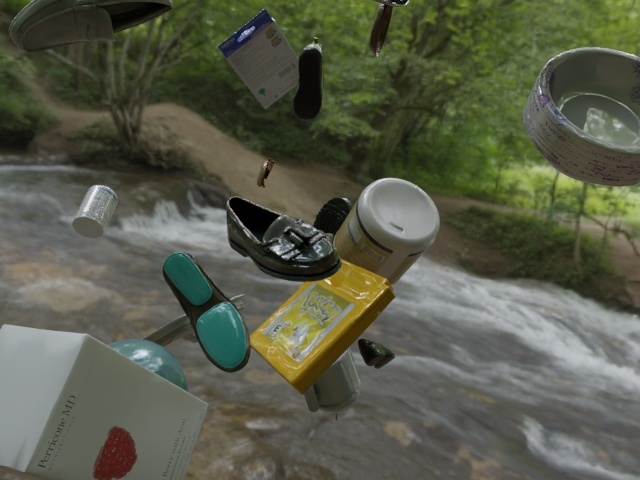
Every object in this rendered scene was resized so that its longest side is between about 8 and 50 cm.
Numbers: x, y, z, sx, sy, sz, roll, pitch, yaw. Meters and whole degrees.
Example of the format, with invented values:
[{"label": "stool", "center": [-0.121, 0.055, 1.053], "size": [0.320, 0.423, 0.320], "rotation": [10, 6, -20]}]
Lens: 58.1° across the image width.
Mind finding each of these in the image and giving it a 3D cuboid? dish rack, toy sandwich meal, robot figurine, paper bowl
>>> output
[{"label": "dish rack", "center": [-0.402, 0.279, 1.815], "size": [0.285, 0.072, 0.333], "rotation": [-29, -8, 26]}, {"label": "toy sandwich meal", "center": [-0.151, -0.184, 1.584], "size": [0.029, 0.085, 0.085], "rotation": [18, 8, -13]}, {"label": "robot figurine", "center": [0.034, 0.501, 2.161], "size": [0.200, 0.353, 0.300], "rotation": [4, 33, 40]}, {"label": "paper bowl", "center": [0.532, -0.223, 1.103], "size": [0.284, 0.284, 0.148], "rotation": [2, -33, -3]}]

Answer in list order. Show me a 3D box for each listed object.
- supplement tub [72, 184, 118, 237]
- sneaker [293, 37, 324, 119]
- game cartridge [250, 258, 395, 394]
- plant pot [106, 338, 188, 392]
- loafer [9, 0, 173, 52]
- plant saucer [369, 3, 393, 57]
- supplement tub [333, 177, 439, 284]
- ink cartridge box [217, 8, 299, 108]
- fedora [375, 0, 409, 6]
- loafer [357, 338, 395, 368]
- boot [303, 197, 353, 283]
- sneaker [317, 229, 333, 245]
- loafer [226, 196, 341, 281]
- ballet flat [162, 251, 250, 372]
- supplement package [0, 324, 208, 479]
[{"label": "supplement tub", "center": [-0.503, -0.066, 1.288], "size": [0.071, 0.071, 0.107], "rotation": [3, 48, 4]}, {"label": "sneaker", "center": [-0.020, -0.451, 1.620], "size": [0.084, 0.234, 0.097], "rotation": [15, 46, 3]}, {"label": "game cartridge", "center": [-0.005, 0.184, 1.383], "size": [0.323, 0.052, 0.285], "rotation": [-45, 28, -13]}, {"label": "plant pot", "center": [-0.484, 0.380, 1.364], "size": [0.290, 0.290, 0.195], "rotation": [3, -10, 5]}, {"label": "loafer", "center": [-0.450, -0.449, 1.147], "size": [0.319, 0.111, 0.112], "rotation": [-31, -11, -14]}, {"label": "plant saucer", "center": [0.171, -0.607, 1.631], "size": [0.029, 0.168, 0.168], "rotation": [17, 14, 8]}, {"label": "supplement tub", "center": [0.166, -0.001, 1.610], "size": [0.228, 0.228, 0.316], "rotation": [-2, -29, -22]}, {"label": "ink cartridge box", "center": [-0.180, -0.567, 1.796], "size": [0.065, 0.186, 0.311], "rotation": [57, 6, 31]}, {"label": "fedora", "center": [0.151, -0.727, 1.495], "size": [0.243, 0.124, 0.275], "rotation": [50, 36, 16]}, {"label": "loafer", "center": [0.141, 0.278, 1.438], "size": [0.061, 0.062, 0.170], "rotation": [55, 6, 27]}, {"label": "boot", "center": [0.083, 0.015, 1.933], "size": [0.131, 0.348, 0.260], "rotation": [33, 25, 33]}, {"label": "sneaker", "center": [0.000, 0.000, 1.548], "size": [0.040, 0.043, 0.109], "rotation": [-20, -21, 38]}, {"label": "loafer", "center": [-0.076, -0.007, 0.911], "size": [0.096, 0.084, 0.267], "rotation": [-31, 31, -30]}, {"label": "ballet flat", "center": [-0.212, 0.139, 1.120], "size": [0.095, 0.280, 0.096], "rotation": [-29, -25, -12]}, {"label": "supplement package", "center": [-0.332, 0.264, 0.829], "size": [0.175, 0.177, 0.293], "rotation": [0, -31, 27]}]
